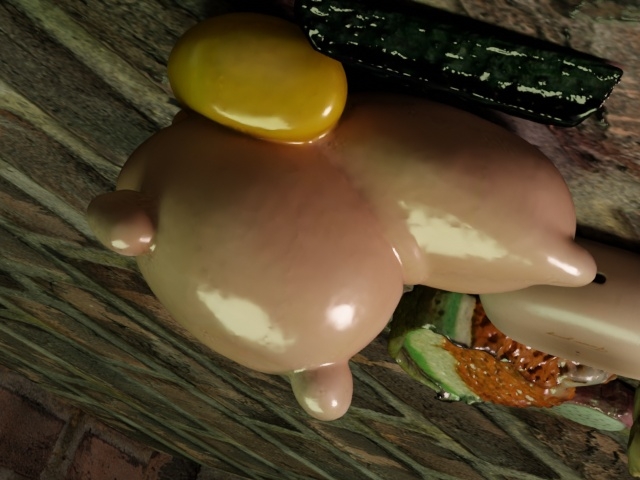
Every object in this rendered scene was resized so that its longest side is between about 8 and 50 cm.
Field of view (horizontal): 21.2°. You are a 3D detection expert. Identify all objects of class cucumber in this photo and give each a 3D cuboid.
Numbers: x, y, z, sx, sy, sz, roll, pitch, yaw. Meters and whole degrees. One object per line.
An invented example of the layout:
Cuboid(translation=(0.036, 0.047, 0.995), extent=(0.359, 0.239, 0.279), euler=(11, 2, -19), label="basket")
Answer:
Cuboid(translation=(0.084, -0.117, 1.121), extent=(0.220, 0.046, 0.070), euler=(19, 174, 8), label="cucumber")

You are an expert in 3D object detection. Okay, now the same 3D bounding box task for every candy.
Cuboid(translation=(0.302, 0.177, 1.890), extent=(0.103, 0.043, 0.103), euler=(18, 163, 6), label="candy")

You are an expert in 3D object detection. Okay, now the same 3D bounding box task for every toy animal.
Cuboid(translation=(-0.004, 0.004, 1.268), extent=(0.345, 0.247, 0.277), euler=(25, 167, -15), label="toy animal")

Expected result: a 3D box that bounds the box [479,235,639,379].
Cuboid(translation=(0.230, 0.055, 1.444), extent=(0.200, 0.088, 0.146), euler=(17, 162, 17), label="box")

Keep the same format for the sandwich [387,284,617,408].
Cuboid(translation=(0.164, 0.082, 1.623), extent=(0.212, 0.109, 0.292), euler=(5, 162, 28), label="sandwich")

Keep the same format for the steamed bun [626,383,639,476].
Cuboid(translation=(0.395, 0.211, 1.755), extent=(0.177, 0.106, 0.192), euler=(25, 167, -9), label="steamed bun")
